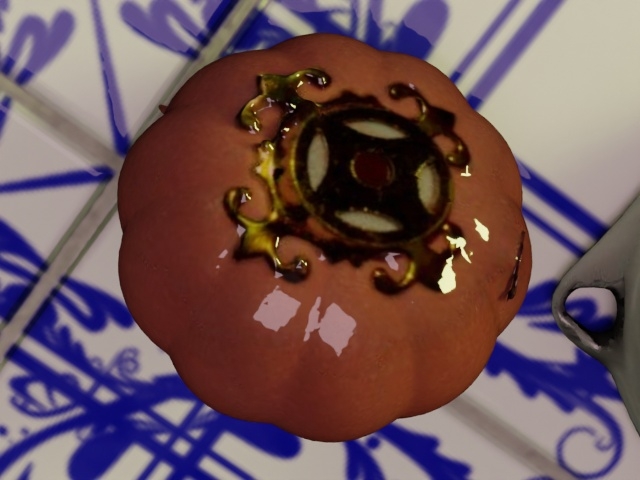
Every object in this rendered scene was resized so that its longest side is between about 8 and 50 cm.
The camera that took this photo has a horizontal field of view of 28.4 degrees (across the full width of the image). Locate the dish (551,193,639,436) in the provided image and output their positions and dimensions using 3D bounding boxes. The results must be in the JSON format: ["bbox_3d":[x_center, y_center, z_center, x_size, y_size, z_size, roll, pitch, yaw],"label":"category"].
[{"bbox_3d":[0.276,0.048,0.577,0.303,0.120,0.303,0,106,0],"label":"dish"}]

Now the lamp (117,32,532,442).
[{"bbox_3d":[0.000,0.000,0.552,0.182,0.140,0.182,5,64,-10],"label":"lamp"}]
